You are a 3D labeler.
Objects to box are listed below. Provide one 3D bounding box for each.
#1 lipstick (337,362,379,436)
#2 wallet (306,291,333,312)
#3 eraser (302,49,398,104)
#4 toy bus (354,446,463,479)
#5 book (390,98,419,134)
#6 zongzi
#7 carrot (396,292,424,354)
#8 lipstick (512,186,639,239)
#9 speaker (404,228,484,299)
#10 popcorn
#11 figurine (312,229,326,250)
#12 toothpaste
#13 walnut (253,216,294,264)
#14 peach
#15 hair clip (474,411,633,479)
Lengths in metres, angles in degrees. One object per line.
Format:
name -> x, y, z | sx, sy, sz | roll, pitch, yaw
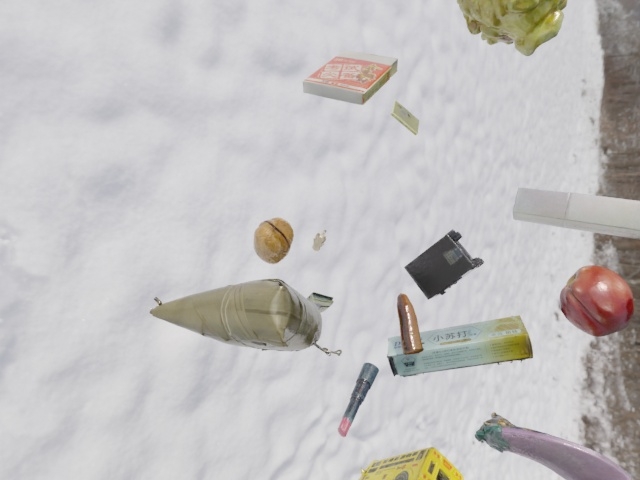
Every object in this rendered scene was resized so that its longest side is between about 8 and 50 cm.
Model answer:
lipstick -> 0.110, 0.479, 1.322 | 0.234, 0.054, 0.053 | -56, 140, -38
wallet -> -0.013, 0.277, 1.931 | 0.155, 0.111, 0.039 | 127, -25, -59
eraser -> 0.079, -0.405, 1.078 | 0.230, 0.158, 0.038 | -52, 152, -41
toy bus -> 0.191, 0.627, 1.097 | 0.144, 0.330, 0.152 | 44, 45, 0
book -> 0.269, -0.390, 1.390 | 0.111, 0.014, 0.077 | 34, 47, -20
zongzi -> -0.180, 0.228, 1.240 | 0.447, 0.419, 0.181 | 49, 41, -63
carrot -> 0.199, 0.184, 0.991 | 0.048, 0.048, 0.139 | 35, 44, -55
lipstick -> 0.689, -0.065, 1.104 | 0.076, 0.372, 0.079 | 31, 73, -61
speaker -> 0.517, 0.103, 1.821 | 0.254, 0.184, 0.232 | -40, 164, 17
popcorn -> 0.375, -0.475, 0.856 | 0.216, 0.181, 0.235 | 50, 13, -7
figurine -> 0.000, 0.000, 1.724 | 0.083, 0.047, 0.050 | -60, 170, 31
toothpaste -> 0.314, 0.249, 1.019 | 0.089, 0.313, 0.070 | -66, 139, -65
walnut -> -0.161, -0.004, 1.521 | 0.144, 0.144, 0.180 | -57, 167, -33
peach -> 0.413, 0.091, 0.652 | 0.101, 0.101, 0.100 | -20, 114, -55
hair clip -> 0.560, 0.511, 1.041 | 0.096, 0.359, 0.110 | 25, 86, -61
